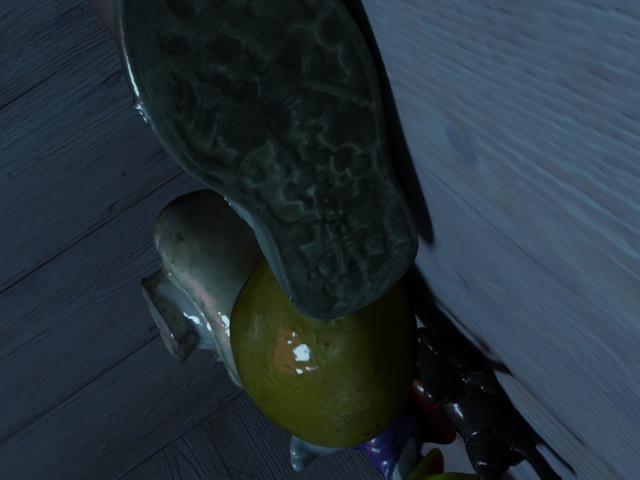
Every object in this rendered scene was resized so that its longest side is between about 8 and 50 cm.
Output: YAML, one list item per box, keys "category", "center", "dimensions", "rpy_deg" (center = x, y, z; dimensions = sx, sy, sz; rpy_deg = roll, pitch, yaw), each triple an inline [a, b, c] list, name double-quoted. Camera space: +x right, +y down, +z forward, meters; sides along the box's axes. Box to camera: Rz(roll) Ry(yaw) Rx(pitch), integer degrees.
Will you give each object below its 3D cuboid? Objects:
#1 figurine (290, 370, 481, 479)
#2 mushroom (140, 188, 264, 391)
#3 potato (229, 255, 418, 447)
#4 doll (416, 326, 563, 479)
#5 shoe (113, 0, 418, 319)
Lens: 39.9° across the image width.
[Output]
- category: "figurine"
  center: [0.065, 0.246, 1.078]
  dimensions: [0.421, 0.193, 0.154]
  rpy_deg: [41, 161, 47]
- category: "mushroom"
  center: [-0.091, 0.064, 0.975]
  dimensions: [0.255, 0.184, 0.255]
  rpy_deg: [51, 157, 32]
- category: "potato"
  center: [0.013, 0.068, 0.775]
  dimensions: [0.158, 0.178, 0.203]
  rpy_deg: [114, 162, -65]
- category: "doll"
  center: [0.123, 0.134, 0.734]
  dimensions: [0.139, 0.057, 0.165]
  rpy_deg: [55, -178, -9]
- category: "shoe"
  center: [-0.038, -0.086, 0.557]
  dimensions: [0.159, 0.124, 0.316]
  rpy_deg: [60, 177, 43]
